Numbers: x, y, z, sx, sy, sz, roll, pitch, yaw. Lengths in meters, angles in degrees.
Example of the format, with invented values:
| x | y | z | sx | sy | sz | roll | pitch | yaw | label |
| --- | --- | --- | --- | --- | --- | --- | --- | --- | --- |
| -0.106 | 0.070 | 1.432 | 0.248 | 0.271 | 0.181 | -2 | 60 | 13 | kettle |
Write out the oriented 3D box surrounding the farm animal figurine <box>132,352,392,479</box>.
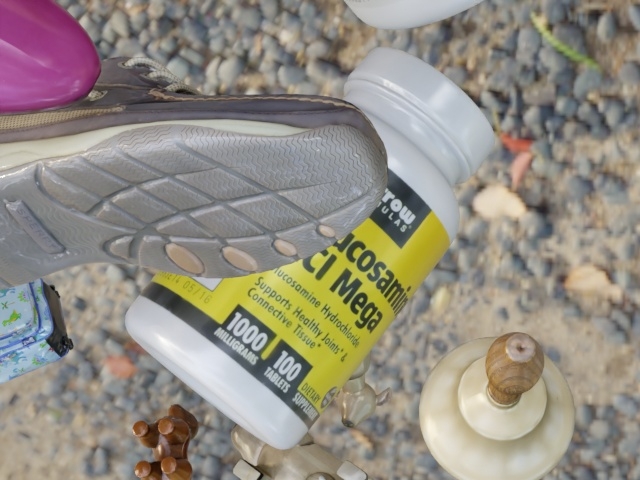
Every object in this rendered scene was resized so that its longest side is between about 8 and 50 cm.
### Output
| x | y | z | sx | sy | sz | roll | pitch | yaw | label |
| --- | --- | --- | --- | --- | --- | --- | --- | --- | --- |
| -0.025 | 0.226 | 1.528 | 0.330 | 0.326 | 0.172 | -37 | 153 | 1 | farm animal figurine |

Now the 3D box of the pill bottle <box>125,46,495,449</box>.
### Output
| x | y | z | sx | sy | sz | roll | pitch | yaw | label |
| --- | --- | --- | --- | --- | --- | --- | --- | --- | --- |
| 0.000 | 0.000 | 1.180 | 0.188 | 0.188 | 0.334 | 41 | 79 | -15 | pill bottle |

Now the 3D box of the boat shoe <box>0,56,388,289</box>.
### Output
| x | y | z | sx | sy | sz | roll | pitch | yaw | label |
| --- | --- | --- | --- | --- | --- | --- | --- | --- | --- |
| -0.126 | -0.059 | 0.852 | 0.355 | 0.130 | 0.132 | -3 | 142 | 22 | boat shoe |

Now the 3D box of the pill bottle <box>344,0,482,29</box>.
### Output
| x | y | z | sx | sy | sz | roll | pitch | yaw | label |
| --- | --- | --- | --- | --- | --- | --- | --- | --- | --- |
| 0.011 | -0.370 | 0.958 | 0.229 | 0.229 | 0.407 | -26 | 119 | 27 | pill bottle |

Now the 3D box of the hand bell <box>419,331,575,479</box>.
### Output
| x | y | z | sx | sy | sz | roll | pitch | yaw | label |
| --- | --- | --- | --- | --- | --- | --- | --- | --- | --- |
| 0.136 | 0.106 | 0.980 | 0.126 | 0.126 | 0.242 | 10 | 165 | 6 | hand bell |

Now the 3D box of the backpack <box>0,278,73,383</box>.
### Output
| x | y | z | sx | sy | sz | roll | pitch | yaw | label |
| --- | --- | --- | --- | --- | --- | --- | --- | --- | --- |
| -0.348 | 0.096 | 1.495 | 0.114 | 0.105 | 0.084 | -27 | 140 | 4 | backpack |

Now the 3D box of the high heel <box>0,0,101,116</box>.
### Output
| x | y | z | sx | sy | sz | roll | pitch | yaw | label |
| --- | --- | --- | --- | --- | --- | --- | --- | --- | --- |
| -0.281 | -0.198 | 0.702 | 0.377 | 0.127 | 0.181 | 21 | 134 | -2 | high heel |
